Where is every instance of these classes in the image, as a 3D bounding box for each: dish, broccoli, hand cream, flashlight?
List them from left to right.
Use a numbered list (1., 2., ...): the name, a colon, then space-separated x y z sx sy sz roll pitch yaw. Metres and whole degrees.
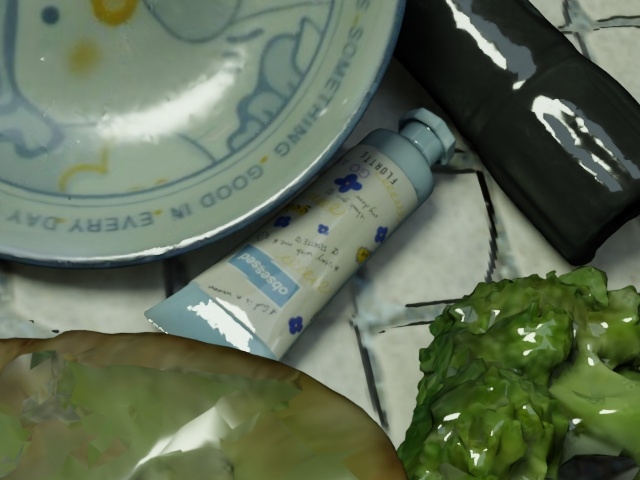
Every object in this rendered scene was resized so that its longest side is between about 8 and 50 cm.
1. dish: -0.104 -0.134 0.585 0.273 0.134 0.273 -2 103 -7
2. hand cream: 0.000 0.000 0.598 0.065 0.043 0.170 39 65 14
3. flashlight: 0.025 -0.162 0.657 0.103 0.103 0.424 -34 76 -27
4. broccoli: 0.142 0.113 0.508 0.254 0.186 0.302 15 50 40

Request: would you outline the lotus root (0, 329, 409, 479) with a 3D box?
1. lotus root: -0.119 0.198 0.331 0.390 0.111 0.375 -29 48 -13
